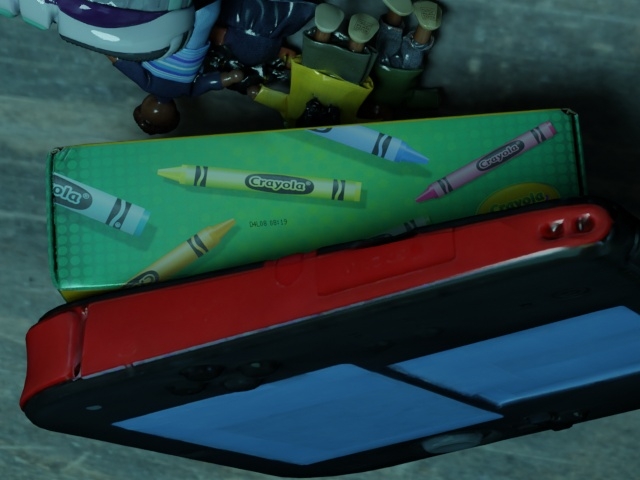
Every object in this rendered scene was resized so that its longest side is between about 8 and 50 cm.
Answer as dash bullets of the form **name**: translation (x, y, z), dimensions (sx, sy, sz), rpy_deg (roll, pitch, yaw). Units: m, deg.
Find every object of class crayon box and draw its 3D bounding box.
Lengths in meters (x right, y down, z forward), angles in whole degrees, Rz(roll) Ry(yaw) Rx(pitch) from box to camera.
- **crayon box**: translation (0.000, 0.000, 1.004), dimensions (0.278, 0.081, 0.165), rpy_deg (-4, 164, 0)

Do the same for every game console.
- **game console**: translation (0.059, 0.071, 1.010), dimensions (0.342, 0.060, 0.386), rpy_deg (-11, 164, 24)

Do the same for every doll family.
- **doll family**: translation (-0.027, -0.097, 1.020), dimensions (0.193, 0.076, 0.111), rpy_deg (21, 135, 0)

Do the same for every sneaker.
- **sneaker**: translation (-0.162, -0.166, 0.898), dimensions (0.223, 0.083, 0.098), rpy_deg (16, 111, 0)

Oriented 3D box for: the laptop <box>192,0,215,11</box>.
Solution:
- **laptop**: translation (-0.025, -0.228, 0.843), dimensions (0.264, 0.136, 0.234), rpy_deg (-27, 116, 6)
